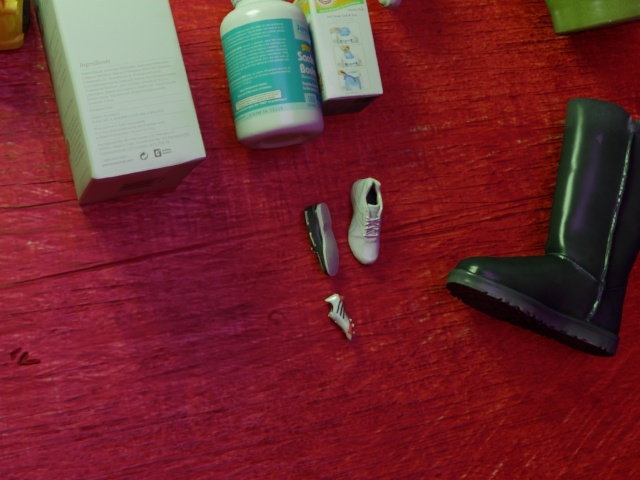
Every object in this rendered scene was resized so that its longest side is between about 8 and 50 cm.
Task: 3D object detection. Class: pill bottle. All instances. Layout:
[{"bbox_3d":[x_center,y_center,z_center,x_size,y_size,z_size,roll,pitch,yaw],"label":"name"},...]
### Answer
[{"bbox_3d":[-0.084,-0.291,1.547,0.146,0.146,0.264,-8,86,-20],"label":"pill bottle"}]

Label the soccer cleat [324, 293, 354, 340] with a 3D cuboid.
[{"bbox_3d":[0.032,0.132,1.593,0.035,0.029,0.083,-16,85,-12],"label":"soccer cleat"}]

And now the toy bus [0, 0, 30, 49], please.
[{"bbox_3d":[-0.503,-0.417,1.384,0.149,0.211,0.220,1,80,-18],"label":"toy bus"}]

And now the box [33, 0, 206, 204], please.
[{"bbox_3d":[-0.312,-0.252,1.425,0.168,0.215,0.346,-13,87,-21],"label":"box"}]

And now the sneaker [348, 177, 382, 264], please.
[{"bbox_3d":[0.080,-0.034,1.616,0.053,0.061,0.152,0,84,-21],"label":"sneaker"}]

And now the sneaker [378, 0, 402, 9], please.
[{"bbox_3d":[0.076,-0.540,1.671,0.123,0.106,0.290,-4,73,-16],"label":"sneaker"}]

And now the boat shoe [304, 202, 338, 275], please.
[{"bbox_3d":[0.000,0.000,1.594,0.046,0.038,0.125,-16,94,-62],"label":"boat shoe"}]

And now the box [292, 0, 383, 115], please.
[{"bbox_3d":[0.024,-0.327,1.608,0.103,0.114,0.203,-8,85,-19],"label":"box"}]

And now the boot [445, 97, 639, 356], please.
[{"bbox_3d":[0.435,-0.058,1.695,0.367,0.146,0.445,24,79,-25],"label":"boot"}]

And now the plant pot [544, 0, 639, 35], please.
[{"bbox_3d":[0.525,-0.569,1.723,0.366,0.366,0.353,-15,99,-21],"label":"plant pot"}]
